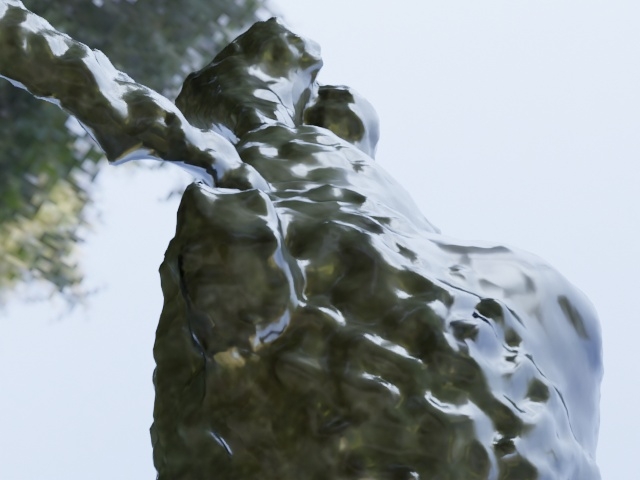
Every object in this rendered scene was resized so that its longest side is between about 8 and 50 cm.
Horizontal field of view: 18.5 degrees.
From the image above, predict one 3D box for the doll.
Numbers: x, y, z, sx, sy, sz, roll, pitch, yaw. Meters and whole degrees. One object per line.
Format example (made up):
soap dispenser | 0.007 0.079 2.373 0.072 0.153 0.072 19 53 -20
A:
doll | 0.009 0.015 0.456 0.091 0.286 0.202 -32 -98 6
